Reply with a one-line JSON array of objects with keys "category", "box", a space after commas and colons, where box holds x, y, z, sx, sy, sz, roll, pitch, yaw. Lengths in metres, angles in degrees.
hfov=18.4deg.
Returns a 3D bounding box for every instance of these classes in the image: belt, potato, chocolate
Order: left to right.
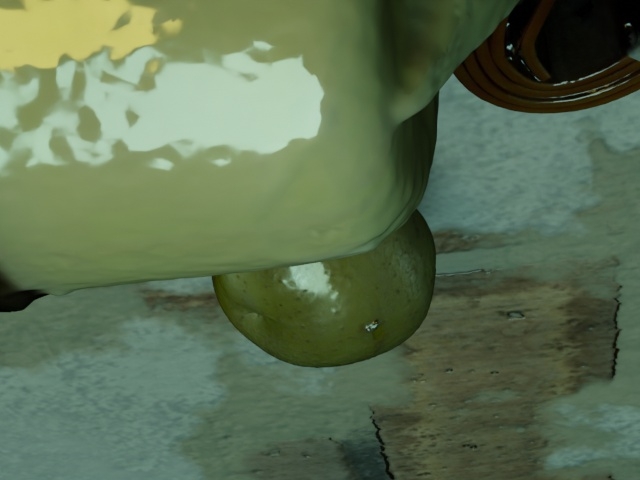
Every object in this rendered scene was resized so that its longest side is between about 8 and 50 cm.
[{"category": "chocolate", "box": [-0.057, -0.113, 0.956, 0.297, 0.326, 0.314, 9, 173, 14]}, {"category": "potato", "box": [0.000, 0.000, 1.355, 0.157, 0.157, 0.194, -6, 133, 7]}, {"category": "belt", "box": [0.153, -0.177, 1.108, 0.184, 0.105, 0.261, 6, 145, -14]}]
